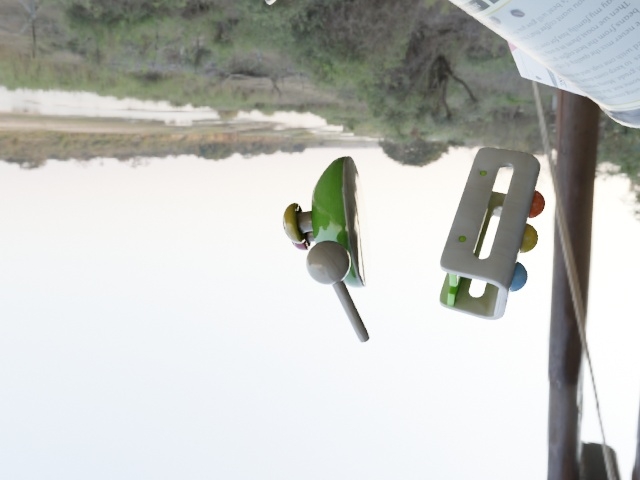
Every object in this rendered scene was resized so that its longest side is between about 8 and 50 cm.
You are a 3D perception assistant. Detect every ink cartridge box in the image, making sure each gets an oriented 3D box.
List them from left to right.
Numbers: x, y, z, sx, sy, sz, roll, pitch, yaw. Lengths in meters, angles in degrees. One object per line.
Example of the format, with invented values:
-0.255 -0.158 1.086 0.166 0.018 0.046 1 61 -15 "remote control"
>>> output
0.567 -0.466 1.366 0.100 0.172 0.237 -40 -146 0 "ink cartridge box"

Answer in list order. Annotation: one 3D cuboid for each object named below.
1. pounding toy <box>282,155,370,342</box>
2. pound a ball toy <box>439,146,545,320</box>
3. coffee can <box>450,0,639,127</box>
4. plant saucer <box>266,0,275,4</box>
0.000 0.000 0.772 0.110 0.182 0.236 -7 -134 12 "pounding toy"
0.314 -0.009 1.009 0.136 0.208 0.319 14 -123 20 "pound a ball toy"
0.168 -0.230 0.374 0.276 0.201 0.201 28 -177 -13 "coffee can"
-0.109 -0.617 1.268 0.029 0.168 0.168 -1 -171 12 "plant saucer"
